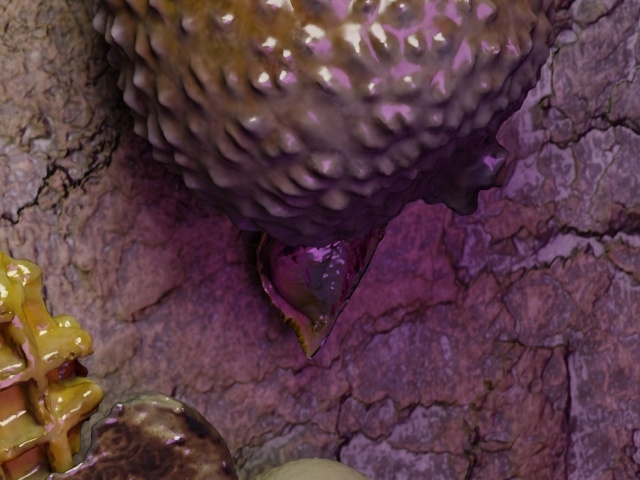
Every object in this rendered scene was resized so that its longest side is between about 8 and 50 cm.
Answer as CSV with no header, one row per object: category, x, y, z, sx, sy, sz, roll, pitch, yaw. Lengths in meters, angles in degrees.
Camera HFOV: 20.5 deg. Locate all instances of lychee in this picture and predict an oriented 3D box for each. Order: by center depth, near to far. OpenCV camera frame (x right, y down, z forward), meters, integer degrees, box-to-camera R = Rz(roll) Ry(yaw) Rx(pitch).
lychee,0.003,-0.193,1.517,0.432,0.380,0.380,46,74,-8

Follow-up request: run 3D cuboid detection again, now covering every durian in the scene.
durian,-0.003,-0.001,1.694,0.108,0.119,0.187,25,115,-1

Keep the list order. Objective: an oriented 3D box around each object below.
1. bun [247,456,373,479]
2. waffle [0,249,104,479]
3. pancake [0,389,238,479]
bun,-0.017,0.323,1.694,0.244,0.153,0.244,0,97,0
waffle,-0.375,0.173,1.494,0.379,0.095,0.382,21,93,-28
pancake,-0.210,0.253,1.537,0.286,0.033,0.288,36,87,-32
